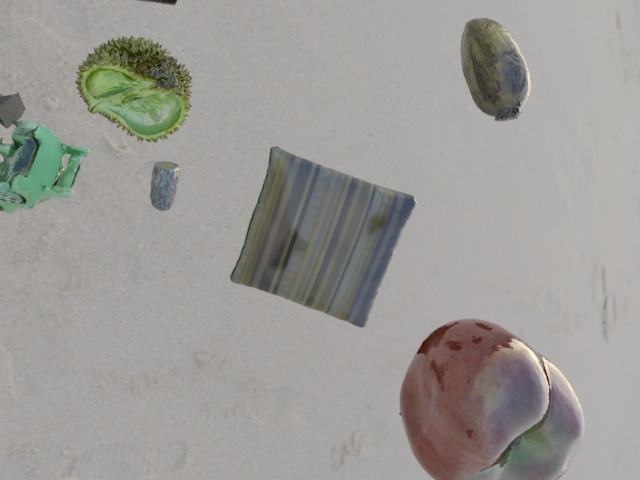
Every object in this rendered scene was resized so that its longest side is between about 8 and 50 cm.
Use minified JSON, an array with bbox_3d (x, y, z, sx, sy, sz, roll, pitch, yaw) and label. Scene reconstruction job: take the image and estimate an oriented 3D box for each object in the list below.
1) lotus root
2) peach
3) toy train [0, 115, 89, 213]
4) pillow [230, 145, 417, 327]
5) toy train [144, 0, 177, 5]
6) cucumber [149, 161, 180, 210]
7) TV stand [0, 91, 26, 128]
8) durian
[{"bbox_3d":[0.253,-0.251,0.832,0.089,0.080,0.180,92,-12,-69],"label":"lotus root"},{"bbox_3d":[0.143,0.134,0.501,0.152,0.151,0.152,-9,101,-56],"label":"peach"},{"bbox_3d":[-0.333,-0.075,0.655,0.081,0.149,0.099,25,65,-32],"label":"toy train"},{"bbox_3d":[0.000,0.000,0.798,0.052,0.212,0.208,-85,-165,-71],"label":"pillow"},{"bbox_3d":[-0.276,-0.434,0.833,0.225,0.137,0.090,162,-68,-78],"label":"toy train"},{"bbox_3d":[-0.355,-0.123,1.306,0.064,0.064,0.112,-32,144,-51],"label":"cucumber"},{"bbox_3d":[-0.467,-0.231,0.680,0.040,0.256,0.049,-52,178,-24],"label":"TV stand"},{"bbox_3d":[-0.390,-0.332,1.232,0.236,0.200,0.177,21,50,-18],"label":"durian"}]
